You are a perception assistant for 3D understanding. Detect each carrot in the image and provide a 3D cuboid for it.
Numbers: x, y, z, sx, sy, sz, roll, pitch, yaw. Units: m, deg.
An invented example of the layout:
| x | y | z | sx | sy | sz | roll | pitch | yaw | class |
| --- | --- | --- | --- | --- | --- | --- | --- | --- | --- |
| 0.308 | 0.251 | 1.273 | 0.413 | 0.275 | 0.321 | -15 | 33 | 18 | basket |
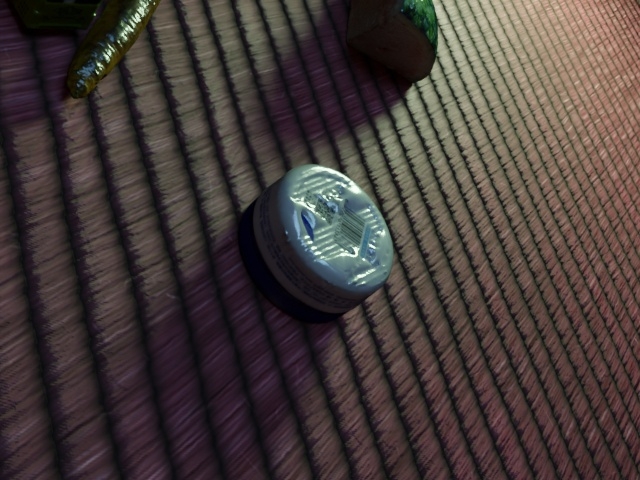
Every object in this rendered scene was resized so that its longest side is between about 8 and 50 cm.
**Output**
| x | y | z | sx | sy | sz | roll | pitch | yaw | class |
| --- | --- | --- | --- | --- | --- | --- | --- | --- | --- |
| -0.274 | -0.291 | 1.117 | 0.066 | 0.066 | 0.314 | 35 | 42 | -21 | carrot |

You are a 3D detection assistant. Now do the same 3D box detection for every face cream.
| x | y | z | sx | sy | sz | roll | pitch | yaw | class |
| --- | --- | --- | --- | --- | --- | --- | --- | --- | --- |
| 0.000 | 0.000 | 1.132 | 0.206 | 0.111 | 0.206 | 24 | 47 | -29 | face cream |

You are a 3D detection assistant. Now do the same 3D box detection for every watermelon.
| x | y | z | sx | sy | sz | roll | pitch | yaw | class |
| --- | --- | --- | --- | --- | --- | --- | --- | --- | --- |
| 0.136 | -0.429 | 1.572 | 0.176 | 0.256 | 0.260 | 1 | 58 | 8 | watermelon |

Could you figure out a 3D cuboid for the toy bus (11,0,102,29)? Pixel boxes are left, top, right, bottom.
| x | y | z | sx | sy | sz | roll | pitch | yaw | class |
| --- | --- | --- | --- | --- | --- | --- | --- | --- | --- |
| -0.372 | -0.425 | 1.060 | 0.113 | 0.139 | 0.302 | -15 | 74 | -47 | toy bus |
